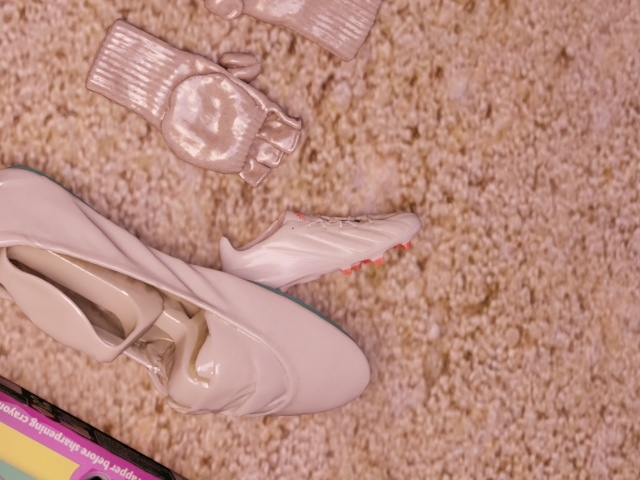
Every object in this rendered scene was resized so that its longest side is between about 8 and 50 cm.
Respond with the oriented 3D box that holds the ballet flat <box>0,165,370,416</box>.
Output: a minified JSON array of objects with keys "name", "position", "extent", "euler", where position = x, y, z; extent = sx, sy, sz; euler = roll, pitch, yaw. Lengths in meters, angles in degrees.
[{"name":"ballet flat","position":[-0.144,0.078,1.246],"extent":[0.400,0.139,0.139],"euler":[29,85,-11]}]

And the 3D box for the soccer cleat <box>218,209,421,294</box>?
[{"name":"soccer cleat","position":[0.000,0.000,1.324],"extent":[0.196,0.068,0.076],"euler":[-20,94,-10]}]

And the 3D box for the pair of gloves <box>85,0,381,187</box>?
[{"name":"pair of gloves","position":[-0.077,-0.184,1.307],"extent":[0.204,0.042,0.240],"euler":[35,85,-13]}]

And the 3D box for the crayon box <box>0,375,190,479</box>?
[{"name":"crayon box","position":[-0.267,0.314,1.248],"extent":[0.363,0.106,0.313],"euler":[32,86,-14]}]
